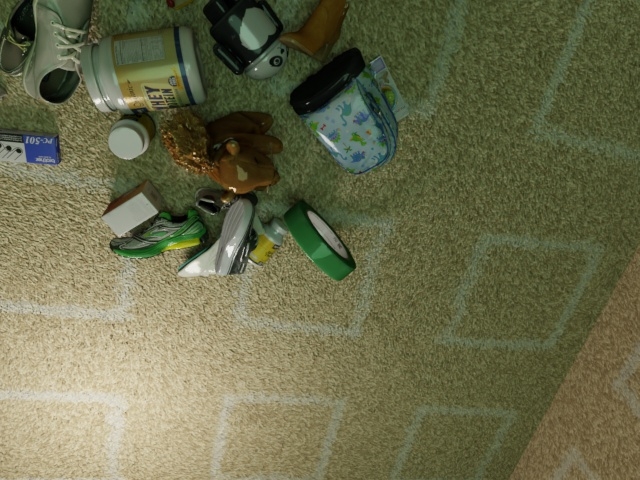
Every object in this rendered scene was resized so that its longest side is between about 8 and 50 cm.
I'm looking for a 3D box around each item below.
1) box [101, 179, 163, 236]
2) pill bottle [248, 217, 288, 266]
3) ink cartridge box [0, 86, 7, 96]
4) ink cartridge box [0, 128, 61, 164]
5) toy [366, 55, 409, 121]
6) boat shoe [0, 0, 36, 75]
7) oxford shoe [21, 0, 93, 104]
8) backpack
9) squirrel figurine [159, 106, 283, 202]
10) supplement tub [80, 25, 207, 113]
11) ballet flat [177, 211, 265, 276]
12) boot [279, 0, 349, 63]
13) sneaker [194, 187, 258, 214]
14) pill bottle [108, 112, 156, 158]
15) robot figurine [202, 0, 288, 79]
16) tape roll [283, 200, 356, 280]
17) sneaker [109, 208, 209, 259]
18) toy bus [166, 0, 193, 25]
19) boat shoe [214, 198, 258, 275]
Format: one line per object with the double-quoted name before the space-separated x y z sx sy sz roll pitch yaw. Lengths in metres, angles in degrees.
"box" -0.654 -0.115 1.652 0.170 0.130 0.091 -30 119 5
"pill bottle" -0.207 0.005 1.807 0.103 0.103 0.184 36 106 -24
"ink cartridge box" -1.068 -0.488 1.426 0.104 0.061 0.181 -32 117 7
"ink cartridge box" -0.970 -0.307 1.546 0.207 0.046 0.097 3 117 -12
"toy" 0.210 -0.500 1.651 0.137 0.056 0.237 -31 118 8
"boat shoe" -0.864 -0.613 1.381 0.109 0.091 0.305 34 107 -23
"oxford shoe" -0.735 -0.584 1.357 0.130 0.169 0.449 44 119 19
"backpack" 0.109 -0.397 1.587 0.290 0.273 0.355 -26 135 25
"squirrel figurine" -0.314 -0.259 1.502 0.396 0.370 0.281 10 115 -15
"supplement tub" -0.519 -0.505 1.421 0.316 0.228 0.228 -10 118 -5
"ballet flat" -0.365 0.045 1.760 0.400 0.139 0.139 -39 117 15
"boot" -0.011 -0.664 1.420 0.104 0.295 0.211 28 109 14
"sneaker" -0.339 -0.128 1.700 0.228 0.132 0.086 2 116 -11
"pill bottle" -0.599 -0.337 1.504 0.119 0.208 0.119 -4 117 -8
"robot figurine" -0.221 -0.626 1.442 0.209 0.174 0.278 -38 116 13
"tape roll" 0.000 0.000 1.718 0.077 0.321 0.321 -40 116 12
"sneaker" -0.593 -0.032 1.722 0.343 0.134 0.146 -16 112 -12
"toy bus" -0.435 -0.767 1.371 0.104 0.191 0.202 39 109 20
"boat shoe" -0.273 -0.010 1.627 0.119 0.121 0.335 2 136 -29
